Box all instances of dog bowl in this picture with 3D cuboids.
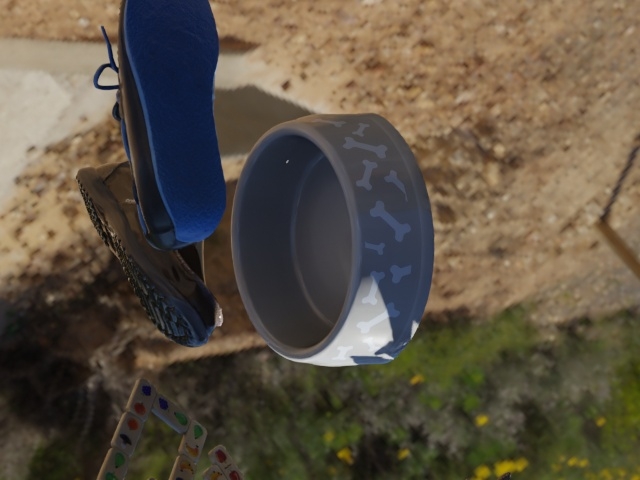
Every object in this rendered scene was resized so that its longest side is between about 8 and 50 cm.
[{"bbox_3d":[0.000,0.000,1.603,0.102,0.348,0.348,-2,143,-33],"label":"dog bowl"}]

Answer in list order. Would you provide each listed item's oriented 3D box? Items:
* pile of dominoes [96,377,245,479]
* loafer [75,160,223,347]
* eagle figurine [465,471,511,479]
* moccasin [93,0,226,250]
[{"bbox_3d":[-0.168,0.300,1.477,0.040,0.196,0.251,-35,-156,32],"label":"pile of dominoes"},{"bbox_3d":[-0.214,-0.007,1.674,0.130,0.366,0.133,-26,139,-15],"label":"loafer"},{"bbox_3d":[0.268,0.448,1.601,0.225,0.298,0.226,-11,138,-28],"label":"eagle figurine"},{"bbox_3d":[-0.190,-0.154,1.385,0.138,0.342,0.117,10,156,-31],"label":"moccasin"}]
